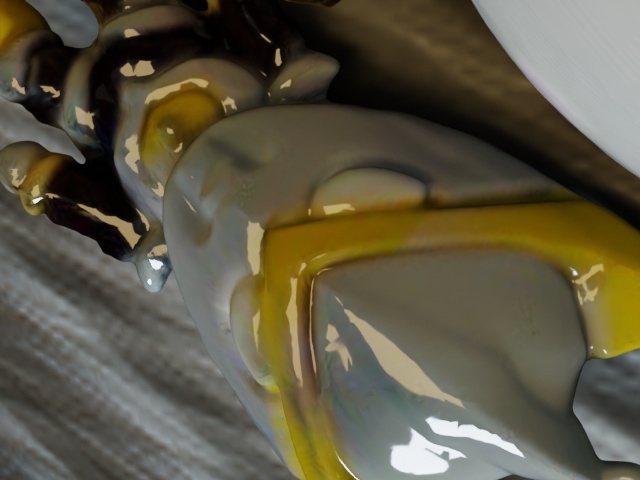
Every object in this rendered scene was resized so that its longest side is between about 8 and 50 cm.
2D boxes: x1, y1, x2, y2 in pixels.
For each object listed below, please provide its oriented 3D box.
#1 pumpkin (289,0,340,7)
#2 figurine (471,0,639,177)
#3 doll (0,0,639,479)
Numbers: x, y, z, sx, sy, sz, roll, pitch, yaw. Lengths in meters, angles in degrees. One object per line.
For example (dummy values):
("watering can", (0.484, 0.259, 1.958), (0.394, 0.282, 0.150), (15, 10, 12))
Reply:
("pumpkin", (-0.052, -0.159, 0.550), (0.183, 0.119, 0.108), (30, 111, 12))
("figurine", (0.085, -0.154, 0.406), (0.361, 0.211, 0.253), (47, 164, -2))
("doll", (0.003, -0.004, 0.626), (0.316, 0.145, 0.103), (42, 165, 11))
